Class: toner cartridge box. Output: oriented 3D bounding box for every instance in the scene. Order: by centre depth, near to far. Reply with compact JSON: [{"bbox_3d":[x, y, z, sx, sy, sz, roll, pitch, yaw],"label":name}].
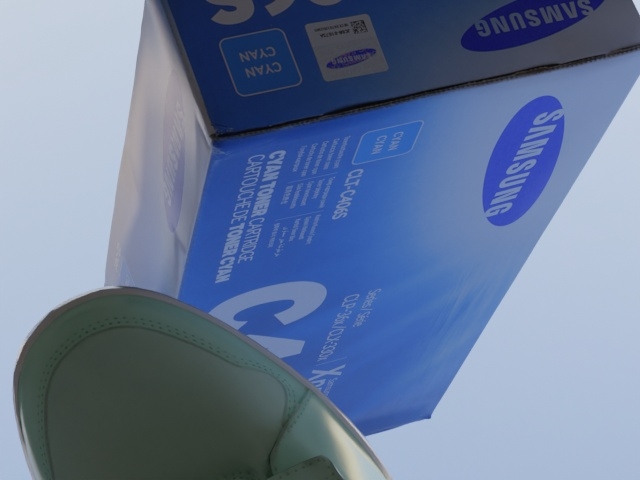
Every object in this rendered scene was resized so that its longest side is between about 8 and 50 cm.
[{"bbox_3d":[0.000,0.000,0.726,0.165,0.348,0.075,-14,-114,-17],"label":"toner cartridge box"}]

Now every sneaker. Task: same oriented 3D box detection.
[{"bbox_3d":[-0.004,0.101,0.452,0.094,0.151,0.256,-36,-105,-6],"label":"sneaker"}]
